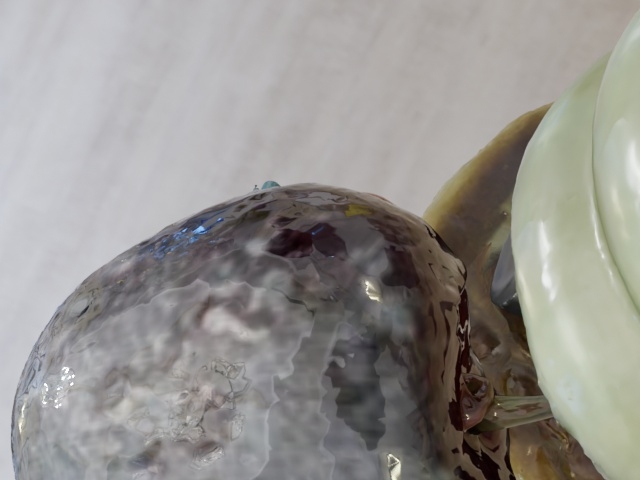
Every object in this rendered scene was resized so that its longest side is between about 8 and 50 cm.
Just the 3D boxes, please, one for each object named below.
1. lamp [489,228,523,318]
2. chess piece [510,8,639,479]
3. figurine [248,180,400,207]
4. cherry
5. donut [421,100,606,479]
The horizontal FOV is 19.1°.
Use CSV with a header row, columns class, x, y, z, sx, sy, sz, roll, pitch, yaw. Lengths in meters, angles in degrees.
class,x,y,z,sx,sy,sz,roll,pitch,yaw
lamp,0.230,0.044,0.829,0.130,0.371,0.108,-59,27,17
chess piece,0.180,-0.056,0.413,0.330,0.182,0.182,120,152,-56
figurine,0.000,0.000,1.234,0.140,0.068,0.075,-1,37,32
cherry,-0.014,0.102,0.949,0.296,0.218,0.255,-11,103,21
donut,0.195,0.070,1.347,0.160,0.330,0.330,127,149,-60
